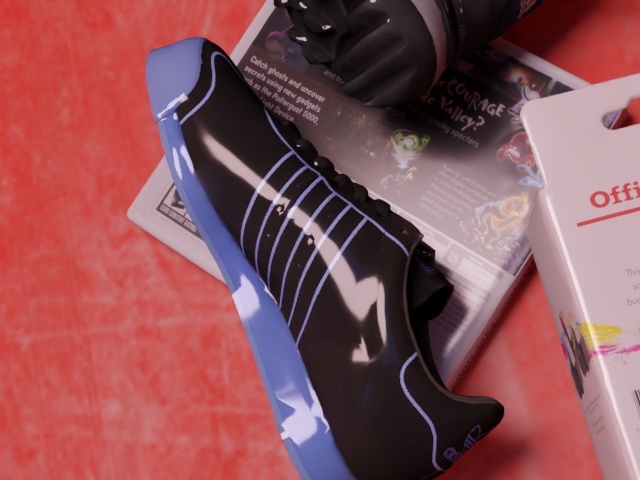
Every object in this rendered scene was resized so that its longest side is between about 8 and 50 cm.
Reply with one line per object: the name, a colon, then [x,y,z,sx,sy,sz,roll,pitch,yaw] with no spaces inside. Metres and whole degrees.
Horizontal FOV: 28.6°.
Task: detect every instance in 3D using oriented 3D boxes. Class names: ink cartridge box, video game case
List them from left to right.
video game case: [0.023,-0.036,0.616,0.190,0.022,0.173,32,88,23]
ink cartridge box: [0.153,0.022,0.528,0.104,0.061,0.181,-14,72,-1]

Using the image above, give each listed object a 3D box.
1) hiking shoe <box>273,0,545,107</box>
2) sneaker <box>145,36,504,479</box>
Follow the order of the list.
hiking shoe: [0.000,-0.198,0.619,0.132,0.113,0.304,-28,70,-20]
sneaker: [0.000,0.000,0.563,0.090,0.081,0.232,-26,76,7]
